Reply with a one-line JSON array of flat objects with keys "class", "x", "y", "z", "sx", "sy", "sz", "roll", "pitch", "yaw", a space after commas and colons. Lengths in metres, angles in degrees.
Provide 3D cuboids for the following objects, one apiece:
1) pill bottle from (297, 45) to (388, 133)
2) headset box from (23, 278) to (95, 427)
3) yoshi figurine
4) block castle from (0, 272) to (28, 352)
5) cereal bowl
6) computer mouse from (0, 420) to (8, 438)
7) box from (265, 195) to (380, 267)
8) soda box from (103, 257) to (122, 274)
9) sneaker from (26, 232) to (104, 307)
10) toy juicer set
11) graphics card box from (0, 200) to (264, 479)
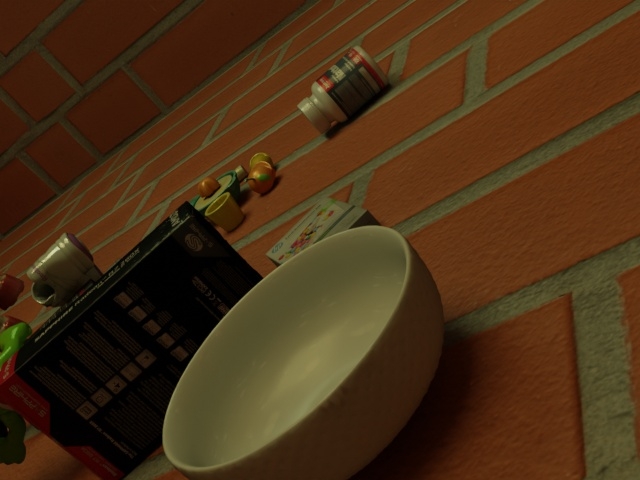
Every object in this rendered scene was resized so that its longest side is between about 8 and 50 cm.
[{"class": "pill bottle", "x": 0.044, "y": -0.312, "z": 1.796, "sx": 0.180, "sy": 0.108, "sz": 0.108, "roll": -41, "pitch": 21, "yaw": 3}, {"class": "headset box", "x": -0.505, "y": 0.212, "z": 1.735, "sx": 0.293, "sy": 0.110, "sz": 0.218, "roll": -45, "pitch": 20, "yaw": -7}, {"class": "yoshi figurine", "x": -0.497, "y": 0.253, "z": 1.384, "sx": 0.362, "sy": 0.202, "sz": 0.203, "roll": -13, "pitch": 30, "yaw": -11}, {"class": "block castle", "x": -0.881, "y": 0.287, "z": 2.020, "sx": 0.453, "sy": 0.213, "sz": 0.303, "roll": -47, "pitch": 32, "yaw": 5}, {"class": "cereal bowl", "x": -0.001, "y": 0.149, "z": 0.925, "sx": 0.339, "sy": 0.141, "sz": 0.339, "roll": -36, "pitch": 21, "yaw": 17}, {"class": "computer mouse", "x": -0.654, "y": 0.298, "z": 1.685, "sx": 0.041, "sy": 0.242, "sz": 0.071, "roll": -11, "pitch": 2, "yaw": -18}, {"class": "box", "x": 0.000, "y": 0.000, "z": 1.360, "sx": 0.145, "sy": 0.038, "sz": 0.186, "roll": -45, "pitch": 20, "yaw": -8}, {"class": "soda box", "x": -0.427, "y": 0.081, "z": 1.920, "sx": 0.058, "sy": 0.063, "sz": 0.183, "roll": -50, "pitch": 22, "yaw": -20}, {"class": "sneaker", "x": -0.560, "y": 0.091, "z": 1.886, "sx": 0.152, "sy": 0.114, "sz": 0.305, "roll": -41, "pitch": -20, "yaw": -16}, {"class": "toy juicer set", "x": -0.209, "y": -0.129, "z": 1.910, "sx": 0.209, "sy": 0.089, "sz": 0.329, "roll": -47, "pitch": 21, "yaw": -12}, {"class": "graphics card box", "x": -0.248, "y": 0.150, "z": 1.233, "sx": 0.371, "sy": 0.233, "sz": 0.094, "roll": -42, "pitch": 20, "yaw": 3}]
